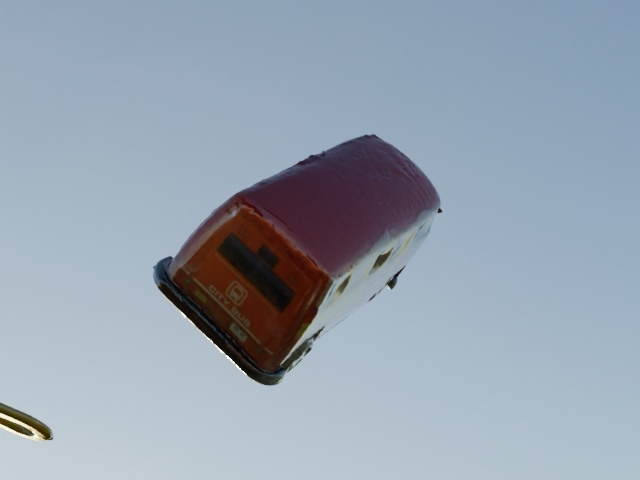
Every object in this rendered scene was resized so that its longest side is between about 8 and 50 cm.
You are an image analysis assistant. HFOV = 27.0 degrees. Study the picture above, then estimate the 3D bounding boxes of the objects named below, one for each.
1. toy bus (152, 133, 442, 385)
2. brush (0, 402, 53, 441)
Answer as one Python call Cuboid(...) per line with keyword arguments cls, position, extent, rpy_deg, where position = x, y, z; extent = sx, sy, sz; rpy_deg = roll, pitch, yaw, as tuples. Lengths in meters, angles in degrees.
Cuboid(cls="toy bus", position=(0.000, 0.000, 1.007), extent=(0.120, 0.121, 0.265), rpy_deg=(-53, -12, 29))
Cuboid(cls="brush", position=(-0.200, 0.036, 0.531), extent=(0.205, 0.011, 0.083), rpy_deg=(27, -25, -8))
